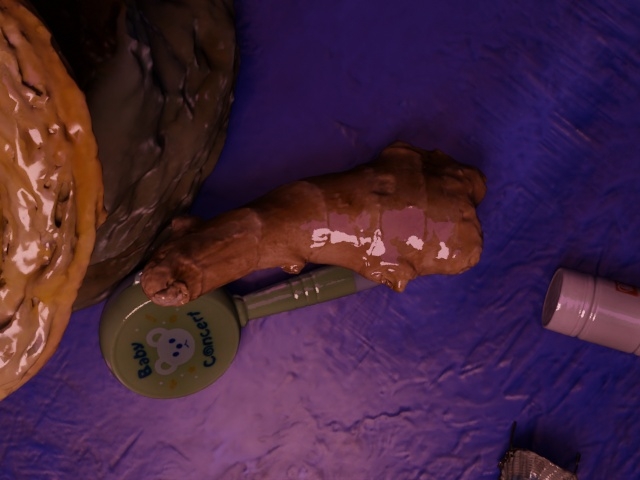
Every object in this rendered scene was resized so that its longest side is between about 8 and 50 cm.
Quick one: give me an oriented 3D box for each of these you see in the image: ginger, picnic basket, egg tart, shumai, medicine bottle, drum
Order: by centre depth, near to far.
[{"bbox_3d":[-0.236,-0.038,0.564,0.288,0.118,0.288,2,104,7],"label":"egg tart"},{"bbox_3d":[-0.235,-0.118,0.771,0.324,0.323,0.397,31,95,-3],"label":"shumai"},{"bbox_3d":[0.000,0.000,0.854,0.295,0.086,0.131,-17,65,-17],"label":"ginger"},{"bbox_3d":[-0.065,0.040,0.886,0.253,0.049,0.130,-30,125,-2],"label":"drum"},{"bbox_3d":[0.238,0.060,0.901,0.089,0.057,0.057,15,93,0],"label":"medicine bottle"},{"bbox_3d":[0.183,0.198,0.909,0.065,0.083,0.083,27,55,6],"label":"picnic basket"}]
